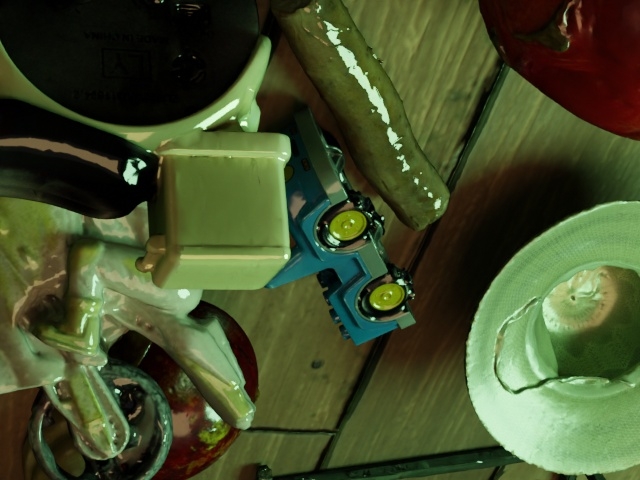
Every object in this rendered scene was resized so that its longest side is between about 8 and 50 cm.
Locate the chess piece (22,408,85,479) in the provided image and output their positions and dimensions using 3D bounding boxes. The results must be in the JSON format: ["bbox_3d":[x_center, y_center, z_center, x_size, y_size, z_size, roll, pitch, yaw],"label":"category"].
[{"bbox_3d":[-0.162,0.268,1.089,0.137,0.301,0.137,-8,130,-10],"label":"chess piece"}]

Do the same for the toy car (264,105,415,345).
[{"bbox_3d":[0.000,0.000,1.054,0.100,0.097,0.191,-25,132,4],"label":"toy car"}]

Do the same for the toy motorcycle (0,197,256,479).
[{"bbox_3d":[-0.161,-0.004,0.931,0.223,0.108,0.340,-29,98,-6],"label":"toy motorcycle"}]

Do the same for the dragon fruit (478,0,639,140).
[{"bbox_3d":[0.213,-0.177,0.897,0.241,0.241,0.252,-34,144,11],"label":"dragon fruit"}]

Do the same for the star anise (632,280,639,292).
[{"bbox_3d":[0.390,0.055,1.260,0.208,0.063,0.171,-25,134,2],"label":"star anise"}]

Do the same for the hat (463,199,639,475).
[{"bbox_3d":[0.229,0.063,1.176,0.252,0.110,0.252,-4,113,-9],"label":"hat"}]

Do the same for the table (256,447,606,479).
[{"bbox_3d":[0.117,0.359,1.316,0.335,0.222,0.272,-6,132,-15],"label":"table"}]

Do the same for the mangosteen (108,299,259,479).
[{"bbox_3d":[-0.131,0.093,1.074,0.181,0.146,0.156,52,137,-3],"label":"mangosteen"}]

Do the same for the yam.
[{"bbox_3d":[0.032,-0.097,1.016,0.057,0.056,0.241,-29,130,6],"label":"yam"}]

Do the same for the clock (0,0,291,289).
[{"bbox_3d":[-0.210,-0.083,0.806,0.379,0.276,0.120,-3,162,-17],"label":"clock"}]
